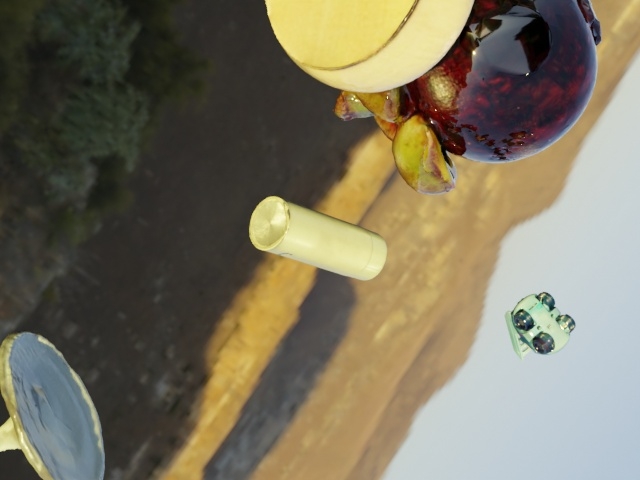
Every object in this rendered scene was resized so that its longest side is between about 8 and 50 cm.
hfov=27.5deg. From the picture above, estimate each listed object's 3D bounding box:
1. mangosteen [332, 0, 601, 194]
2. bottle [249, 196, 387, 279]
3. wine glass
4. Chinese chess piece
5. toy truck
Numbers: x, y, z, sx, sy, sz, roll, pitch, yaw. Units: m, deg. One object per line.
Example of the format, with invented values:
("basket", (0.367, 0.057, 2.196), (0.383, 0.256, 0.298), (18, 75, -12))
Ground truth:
("mangosteen", (0.241, -0.288, 2.077), (0.421, 0.381, 0.381), (-34, 170, -13))
("bottle", (0.000, 0.000, 1.727), (0.201, 0.072, 0.072), (19, 111, -46))
("wine glass", (-0.463, 0.270, 1.458), (0.406, 0.267, 0.267), (-27, 180, 10))
("Chinese chess piece", (0.054, -0.289, 1.444), (0.103, 0.250, 0.250), (14, 115, -51))
("toy truck", (0.248, 0.105, 1.526), (0.056, 0.073, 0.090), (-37, 173, -23))
